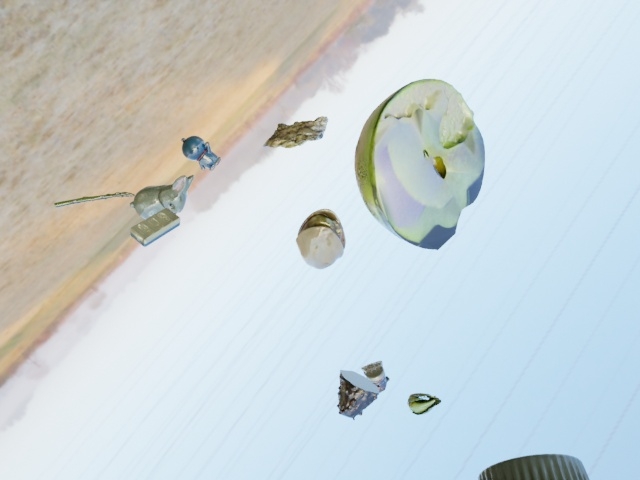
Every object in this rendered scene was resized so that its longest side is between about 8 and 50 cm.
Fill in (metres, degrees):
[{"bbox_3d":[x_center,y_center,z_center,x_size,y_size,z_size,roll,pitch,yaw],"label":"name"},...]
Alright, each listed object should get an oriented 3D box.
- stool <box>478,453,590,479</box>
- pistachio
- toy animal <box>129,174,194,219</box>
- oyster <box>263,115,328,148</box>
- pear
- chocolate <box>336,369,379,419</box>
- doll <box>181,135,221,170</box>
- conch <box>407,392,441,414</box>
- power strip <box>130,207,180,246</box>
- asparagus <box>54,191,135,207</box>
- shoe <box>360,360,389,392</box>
[{"bbox_3d":[0.509,0.681,1.332,0.297,0.297,0.329,-36,-139,33],"label":"stool"},{"bbox_3d":[0.000,0.000,1.696,0.144,0.144,0.215,-55,159,-31],"label":"pistachio"},{"bbox_3d":[-0.485,-0.135,1.893,0.251,0.125,0.127,-16,-154,42],"label":"toy animal"},{"bbox_3d":[-0.096,-0.396,2.209,0.214,0.083,0.223,-2,-153,28],"label":"oyster"},{"bbox_3d":[0.206,-0.183,1.410,0.165,0.398,0.398,5,-130,50],"label":"pear"},{"bbox_3d":[0.105,0.532,2.012,0.133,0.156,0.156,-63,-166,4],"label":"chocolate"},{"bbox_3d":[-0.426,-0.311,2.097,0.114,0.152,0.085,-43,-159,33],"label":"doll"},{"bbox_3d":[0.379,0.613,2.254,0.200,0.095,0.079,112,-4,-59],"label":"conch"},{"bbox_3d":[-0.413,-0.036,1.500,0.123,0.056,0.032,-39,158,-40],"label":"power strip"},{"bbox_3d":[-0.481,-0.090,1.273,0.163,0.016,0.016,-11,-135,-18],"label":"asparagus"},{"bbox_3d":[0.246,0.600,2.582,0.100,0.125,0.227,-23,-178,0],"label":"shoe"}]
